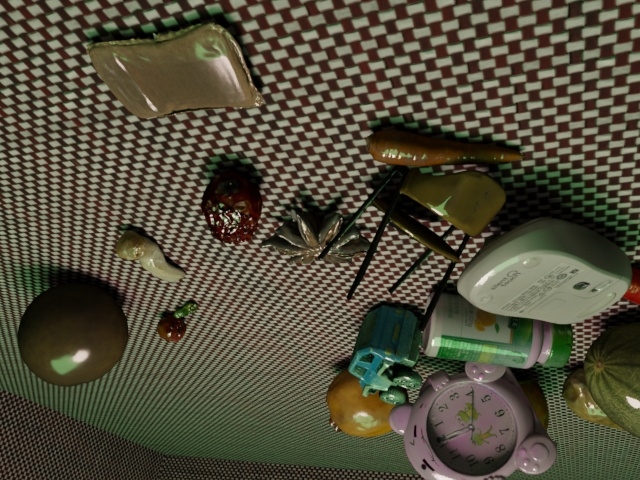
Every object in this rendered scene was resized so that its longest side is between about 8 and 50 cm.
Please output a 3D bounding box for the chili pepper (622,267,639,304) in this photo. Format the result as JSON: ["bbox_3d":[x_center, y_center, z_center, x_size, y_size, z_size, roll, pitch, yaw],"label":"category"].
[{"bbox_3d":[0.585,0.086,0.943,0.272,0.063,0.071,16,119,2],"label":"chili pepper"}]

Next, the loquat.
[{"bbox_3d":[0.132,0.441,1.517,0.238,0.193,0.238,-13,155,-6],"label":"loquat"}]

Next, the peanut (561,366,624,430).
[{"bbox_3d":[0.734,0.394,1.323,0.290,0.143,0.159,10,138,4],"label":"peanut"}]

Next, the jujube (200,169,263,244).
[{"bbox_3d":[-0.142,-0.043,0.899,0.104,0.104,0.166,8,153,3],"label":"jujube"}]

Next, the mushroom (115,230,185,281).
[{"bbox_3d":[-0.347,0.045,1.139,0.059,0.055,0.202,3,154,19],"label":"mushroom"}]

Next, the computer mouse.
[{"bbox_3d":[0.348,0.037,0.856,0.296,0.121,0.184,13,139,-23],"label":"computer mouse"}]

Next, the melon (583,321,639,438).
[{"bbox_3d":[0.671,0.281,1.067,0.301,0.238,0.237,18,148,-6],"label":"melon"}]

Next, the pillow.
[{"bbox_3d":[-0.186,-0.210,0.700,0.211,0.034,0.135,0,151,17],"label":"pillow"}]

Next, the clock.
[{"bbox_3d":[0.346,0.445,1.290,0.322,0.296,0.113,-28,157,5],"label":"clock"}]

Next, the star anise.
[{"bbox_3d":[0.000,0.000,0.963,0.182,0.065,0.195,23,142,-30],"label":"star anise"}]

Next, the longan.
[{"bbox_3d":[-0.590,0.218,1.312,0.257,0.258,0.258,7,148,4],"label":"longan"}]

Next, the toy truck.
[{"bbox_3d":[0.156,0.265,1.267,0.156,0.155,0.279,18,149,3],"label":"toy truck"}]

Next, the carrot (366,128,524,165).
[{"bbox_3d":[0.169,-0.121,0.745,0.216,0.048,0.048,5,149,-1],"label":"carrot"}]

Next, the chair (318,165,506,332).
[{"bbox_3d":[0.144,-0.010,0.827,0.158,0.172,0.247,27,101,-26],"label":"chair"}]

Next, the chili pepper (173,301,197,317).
[{"bbox_3d":[-0.332,0.172,1.364,0.091,0.034,0.030,-27,101,45],"label":"chili pepper"}]

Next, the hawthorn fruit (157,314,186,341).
[{"bbox_3d":[-0.388,0.228,1.427,0.077,0.077,0.077,7,148,4],"label":"hawthorn fruit"}]

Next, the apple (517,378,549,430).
[{"bbox_3d":[0.465,0.451,1.453,0.246,0.247,0.226,13,167,-6],"label":"apple"}]

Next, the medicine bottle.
[{"bbox_3d":[0.349,0.183,1.095,0.273,0.134,0.133,7,149,3],"label":"medicine bottle"}]
